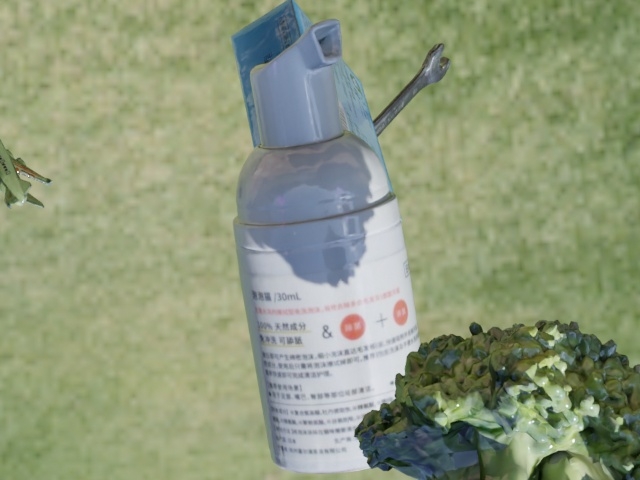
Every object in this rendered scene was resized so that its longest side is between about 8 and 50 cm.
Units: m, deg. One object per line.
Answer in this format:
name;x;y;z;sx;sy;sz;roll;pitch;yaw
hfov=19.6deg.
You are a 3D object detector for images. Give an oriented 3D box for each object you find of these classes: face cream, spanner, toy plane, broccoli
face cream;0.000;0.000;1.565;0.145;0.369;0.145;-8;-171;1
spanner;0.070;-0.133;2.015;0.015;0.254;0.054;24;143;27
toy plane;-0.310;-0.070;1.787;0.102;0.111;0.040;6;127;-54
broccoli;0.155;0.185;1.200;0.288;0.235;0.260;35;170;3

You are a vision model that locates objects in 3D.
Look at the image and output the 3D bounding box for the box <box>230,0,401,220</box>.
box;-0.006;-0.114;1.835;0.083;0.232;0.142;-32;130;15
